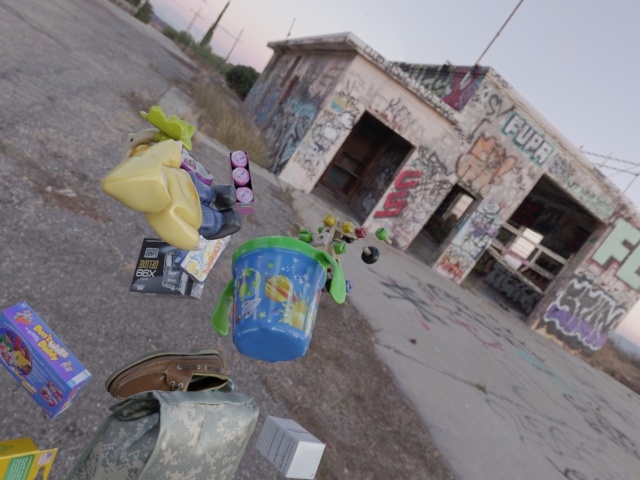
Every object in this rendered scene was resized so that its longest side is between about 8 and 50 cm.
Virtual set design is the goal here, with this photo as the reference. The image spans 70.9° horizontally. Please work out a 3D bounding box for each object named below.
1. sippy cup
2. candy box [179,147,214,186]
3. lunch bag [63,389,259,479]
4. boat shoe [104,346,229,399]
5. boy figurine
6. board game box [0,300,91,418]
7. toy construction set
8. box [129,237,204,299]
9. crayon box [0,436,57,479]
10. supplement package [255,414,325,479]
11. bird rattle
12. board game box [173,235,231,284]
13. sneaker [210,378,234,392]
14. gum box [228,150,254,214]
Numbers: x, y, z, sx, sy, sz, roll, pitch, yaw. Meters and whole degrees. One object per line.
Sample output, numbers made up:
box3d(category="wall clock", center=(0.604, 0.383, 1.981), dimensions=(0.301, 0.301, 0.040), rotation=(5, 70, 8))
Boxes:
box3d(category="sippy cup", center=(-0.103, 0.146, 1.030), dimensions=(0.240, 0.305, 0.224), rotation=(17, 48, -17))
box3d(category="candy box", center=(-0.514, -0.230, 1.576), dimensions=(0.233, 0.071, 0.159), rotation=(-4, -34, 32))
box3d(category="lunch bag", center=(-0.265, 0.374, 0.783), dimensions=(0.169, 0.287, 0.235), rotation=(36, 3, 39))
box3d(category="boat shoe", center=(-0.359, 0.338, 1.107), dimensions=(0.307, 0.111, 0.104), rotation=(-3, 40, -47))
box3d(category="boy figurine", center=(-0.213, -0.075, 0.672), dimensions=(0.285, 0.092, 0.177), rotation=(40, 39, -77))
box3d(category="board game box", center=(-0.962, 0.411, 1.531), dimensions=(0.347, 0.233, 0.078), rotation=(46, 30, 3))
box3d(category="toy construction set", center=(0.000, 0.000, 1.394), dimensions=(0.308, 0.257, 0.237), rotation=(21, -18, 51))
box3d(category="box", center=(-0.618, 0.114, 1.862), dimensions=(0.307, 0.243, 0.076), rotation=(1, -21, 19))
box3d(category="crayon box", center=(-0.950, 0.682, 1.261), dimensions=(0.083, 0.203, 0.323), rotation=(20, 0, 36))
box3d(category="supplement package", center=(-0.091, 0.605, 1.320), dimensions=(0.105, 0.105, 0.179), rotation=(28, -11, -36))
box3d(category="bird rattle", center=(-0.397, -0.189, 1.108), dimensions=(0.206, 0.254, 0.143), rotation=(0, 1, 20))
box3d(category="board game box", center=(-0.369, 0.022, 1.431), dimensions=(0.035, 0.201, 0.136), rotation=(16, -24, 26))
box3d(category="sneaker", center=(-0.335, 0.420, 1.290), dimensions=(0.166, 0.065, 0.076), rotation=(8, 21, 1))
box3d(category="gum box", center=(-0.261, -0.191, 1.475), dimensions=(0.062, 0.189, 0.107), rotation=(-6, -16, -15))
